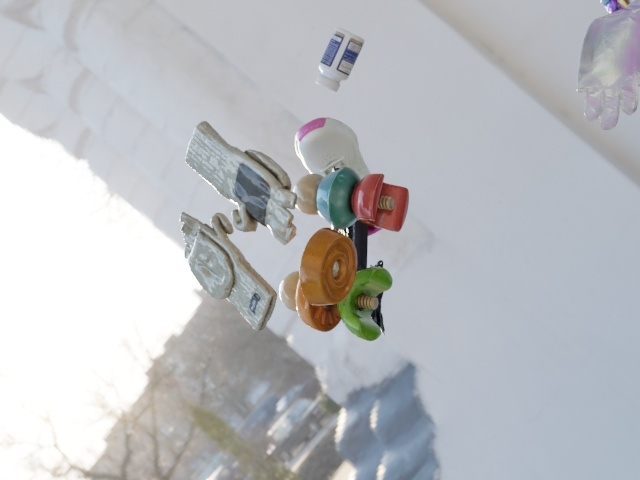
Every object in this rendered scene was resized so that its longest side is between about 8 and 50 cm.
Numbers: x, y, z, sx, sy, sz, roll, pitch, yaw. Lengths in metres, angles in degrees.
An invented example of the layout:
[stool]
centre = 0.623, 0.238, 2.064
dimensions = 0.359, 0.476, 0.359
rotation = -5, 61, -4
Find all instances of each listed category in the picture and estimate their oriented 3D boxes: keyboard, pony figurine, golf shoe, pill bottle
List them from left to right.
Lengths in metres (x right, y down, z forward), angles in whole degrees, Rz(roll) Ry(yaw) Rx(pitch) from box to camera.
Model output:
[pill bottle]
centre = 0.037, -0.368, 1.911
dimensions = 0.120, 0.067, 0.067
rotation = -65, -8, 11
[golf shoe]
centre = 0.049, -0.117, 1.774
dimensions = 0.115, 0.140, 0.306
rotation = -30, -34, 8
[keyboard]
centre = 0.060, 0.044, 1.656
dimensions = 0.033, 0.201, 0.317
rotation = -19, -46, -19
[pony figurine]
centre = 0.579, -0.360, 1.469
dimensions = 0.363, 0.302, 0.351
rotation = 145, 129, -66

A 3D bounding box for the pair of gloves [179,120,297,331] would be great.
[pair of gloves]
centre = -0.113, -0.022, 1.272
dimensions = 0.042, 0.204, 0.240
rotation = -21, -44, -45

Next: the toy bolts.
[toy bolts]
centre = 0.000, 0.000, 1.277
dimensions = 0.218, 0.158, 0.228
rotation = 32, -110, -55
